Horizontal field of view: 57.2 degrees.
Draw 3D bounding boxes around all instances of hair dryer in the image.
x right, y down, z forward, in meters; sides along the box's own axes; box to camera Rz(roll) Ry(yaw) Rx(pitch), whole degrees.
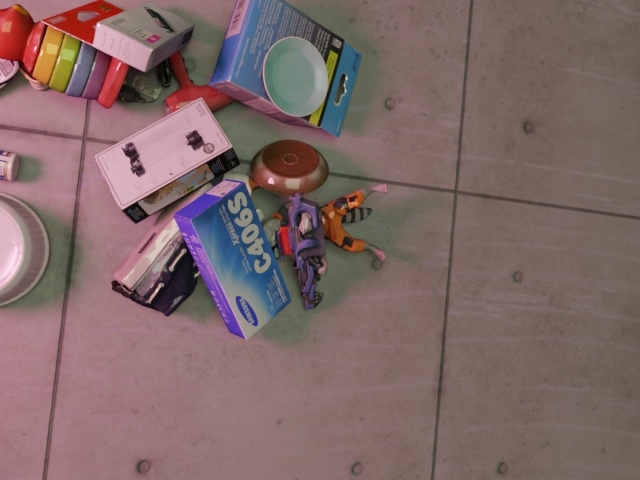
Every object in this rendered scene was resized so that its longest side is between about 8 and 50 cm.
[{"bbox_3d":[-0.339,-0.400,1.443,0.293,0.080,0.224,21,81,-15],"label":"hair dryer"}]

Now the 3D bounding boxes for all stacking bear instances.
[{"bbox_3d":[-0.587,-0.419,1.301,0.288,0.175,0.164,18,113,-29],"label":"stacking bear"}]

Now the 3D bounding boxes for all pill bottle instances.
[{"bbox_3d":[-0.753,-0.176,1.327,0.120,0.067,0.067,10,86,-15],"label":"pill bottle"}]

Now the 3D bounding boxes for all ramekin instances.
[{"bbox_3d":[-0.750,0.018,1.291,0.272,0.127,0.273,0,88,-16],"label":"ramekin"}]

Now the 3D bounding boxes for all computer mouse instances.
[{"bbox_3d":[-0.766,-0.359,1.334,0.192,0.042,0.106,-31,91,-2],"label":"computer mouse"}]

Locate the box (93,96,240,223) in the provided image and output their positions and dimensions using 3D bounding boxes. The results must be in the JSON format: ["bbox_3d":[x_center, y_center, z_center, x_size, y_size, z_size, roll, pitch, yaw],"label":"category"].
[{"bbox_3d":[-0.357,-0.188,1.377,0.289,0.087,0.169,-32,69,-7],"label":"box"}]

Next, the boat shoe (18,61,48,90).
[{"bbox_3d":[-0.685,-0.432,1.357,0.063,0.059,0.170,-36,98,-14],"label":"boat shoe"}]

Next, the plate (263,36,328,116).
[{"bbox_3d":[-0.062,-0.394,1.420,0.188,0.024,0.188,-4,97,-35],"label":"plate"}]

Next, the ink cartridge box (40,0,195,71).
[{"bbox_3d":[-0.440,-0.489,1.321,0.238,0.275,0.060,26,122,-6],"label":"ink cartridge box"}]

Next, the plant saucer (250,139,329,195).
[{"bbox_3d":[-0.076,-0.194,1.473,0.198,0.036,0.199,3,48,-3],"label":"plant saucer"}]

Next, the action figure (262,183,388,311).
[{"bbox_3d":[0.000,0.000,1.513,0.329,0.179,0.342,-4,122,-13],"label":"action figure"}]

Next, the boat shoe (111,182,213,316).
[{"bbox_3d":[-0.339,0.022,1.425,0.158,0.127,0.341,45,75,-29],"label":"boat shoe"}]

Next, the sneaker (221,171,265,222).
[{"bbox_3d":[-0.202,-0.023,1.456,0.123,0.106,0.290,9,85,-13],"label":"sneaker"}]

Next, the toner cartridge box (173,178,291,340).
[{"bbox_3d":[-0.196,0.048,1.377,0.165,0.075,0.348,-40,126,-31],"label":"toner cartridge box"}]

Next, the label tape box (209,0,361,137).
[{"bbox_3d":[-0.078,-0.436,1.489,0.347,0.115,0.249,21,82,-37],"label":"label tape box"}]
